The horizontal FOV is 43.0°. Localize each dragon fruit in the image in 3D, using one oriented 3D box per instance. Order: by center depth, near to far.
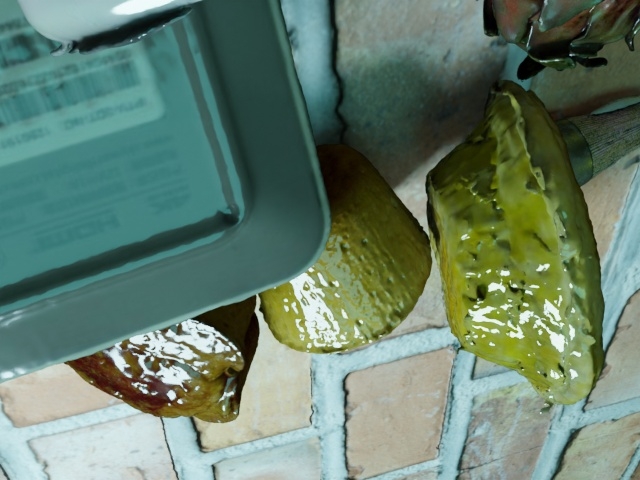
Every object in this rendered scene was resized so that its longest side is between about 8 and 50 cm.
[{"bbox_3d":[0.214,-0.237,0.667,0.182,0.182,0.189,18,86,-36],"label":"dragon fruit"}]

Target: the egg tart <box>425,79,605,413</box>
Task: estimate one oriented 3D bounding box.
[{"bbox_3d":[0.184,0.009,0.823,0.132,0.341,0.341,-10,139,4],"label":"egg tart"}]

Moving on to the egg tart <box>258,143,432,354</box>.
[{"bbox_3d":[0.000,0.000,0.834,0.202,0.203,0.147,-27,126,8],"label":"egg tart"}]

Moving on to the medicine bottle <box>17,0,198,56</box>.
[{"bbox_3d":[-0.104,-0.292,0.350,0.213,0.213,0.379,-20,113,0],"label":"medicine bottle"}]

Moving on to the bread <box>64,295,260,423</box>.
[{"bbox_3d":[-0.180,0.089,0.831,0.246,0.135,0.232,20,136,7],"label":"bread"}]

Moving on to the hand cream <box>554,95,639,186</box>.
[{"bbox_3d":[0.334,-0.120,0.914,0.203,0.084,0.084,-22,140,-6],"label":"hand cream"}]

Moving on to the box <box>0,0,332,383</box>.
[{"bbox_3d":[-0.216,-0.100,0.560,0.395,0.111,0.397,-20,114,-9],"label":"box"}]
